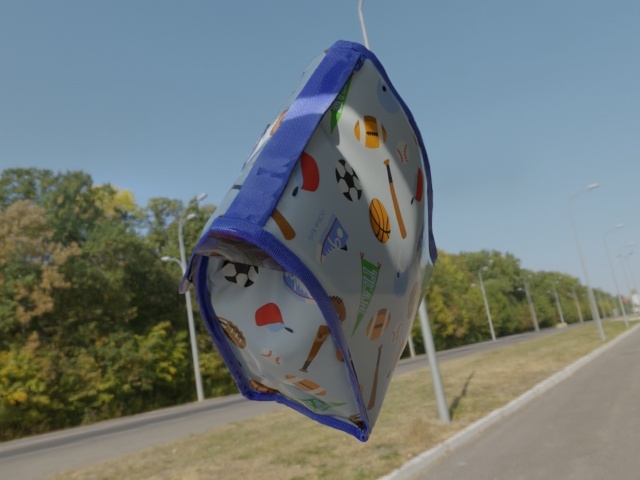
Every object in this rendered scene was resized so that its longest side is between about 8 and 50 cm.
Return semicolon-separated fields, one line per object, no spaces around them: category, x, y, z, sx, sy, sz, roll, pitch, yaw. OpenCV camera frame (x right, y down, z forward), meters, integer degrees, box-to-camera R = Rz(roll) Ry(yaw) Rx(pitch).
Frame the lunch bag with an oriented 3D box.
lunch bag;0.000;0.000;0.708;0.238;0.328;0.386;11;-37;20
